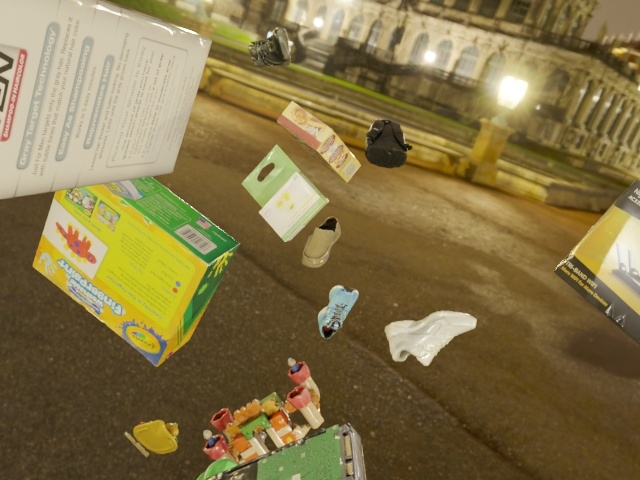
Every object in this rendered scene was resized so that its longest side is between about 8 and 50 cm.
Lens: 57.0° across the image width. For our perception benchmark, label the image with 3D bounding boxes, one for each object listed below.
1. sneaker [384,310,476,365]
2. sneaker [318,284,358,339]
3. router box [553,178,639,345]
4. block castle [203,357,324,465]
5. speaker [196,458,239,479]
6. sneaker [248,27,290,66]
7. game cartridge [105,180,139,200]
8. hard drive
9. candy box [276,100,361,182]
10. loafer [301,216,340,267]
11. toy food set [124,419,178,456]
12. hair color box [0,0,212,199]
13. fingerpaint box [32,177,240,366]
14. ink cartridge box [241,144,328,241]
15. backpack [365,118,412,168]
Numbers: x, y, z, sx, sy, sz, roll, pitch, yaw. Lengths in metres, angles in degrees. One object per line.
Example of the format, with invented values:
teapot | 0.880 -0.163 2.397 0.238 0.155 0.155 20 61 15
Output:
sneaker | 0.268 0.239 1.412 0.090 0.232 0.115 27 50 -48
sneaker | 0.040 0.163 1.300 0.063 0.162 0.073 14 43 -10
router box | 0.654 0.071 1.127 0.081 0.243 0.309 7 34 -53
block castle | -0.223 0.667 2.261 0.213 0.453 0.303 58 4 -11
speaker | -0.329 0.782 1.880 0.131 0.296 0.131 10 58 -16
sneaker | -0.157 -0.587 1.814 0.130 0.087 0.227 -8 5 -4
game cartridge | -0.346 -0.096 1.009 0.055 0.017 0.083 12 -22 15
hard drive | -0.079 0.467 0.982 0.064 0.338 0.237 53 16 -30
candy box | 0.002 -0.317 1.943 0.183 0.088 0.316 39 1 24
loafer | 0.000 0.000 1.244 0.056 0.050 0.148 11 41 17
toy food set | -0.515 0.603 1.856 0.128 0.217 0.071 51 41 -15
hair color box | -0.259 -0.158 0.601 0.113 0.186 0.374 23 15 8
fingerpaint box | -0.483 0.038 1.523 0.444 0.371 0.163 36 29 8
ink cartridge box | -0.114 -0.139 1.707 0.235 0.171 0.056 48 17 9
backpack | 0.207 -0.317 1.917 0.151 0.115 0.182 14 40 -9
